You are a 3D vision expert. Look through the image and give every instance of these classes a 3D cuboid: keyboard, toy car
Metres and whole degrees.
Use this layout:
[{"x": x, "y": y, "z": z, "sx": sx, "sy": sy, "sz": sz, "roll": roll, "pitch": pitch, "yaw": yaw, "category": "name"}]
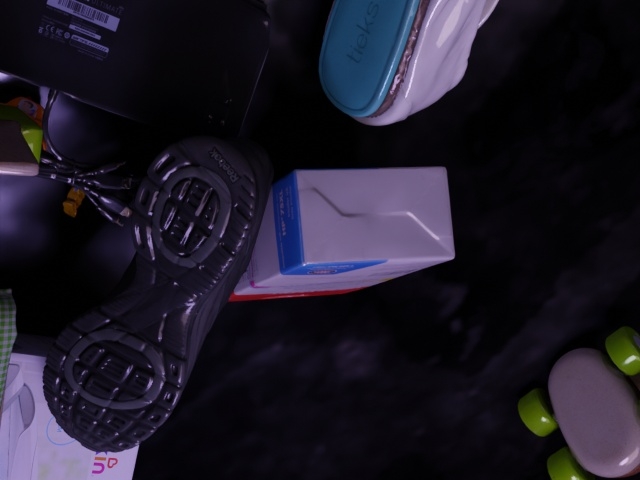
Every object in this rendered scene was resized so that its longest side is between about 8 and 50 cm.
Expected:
[{"x": -0.189, "y": -0.130, "z": 0.888, "sx": 0.317, "sy": 0.033, "sz": 0.201, "roll": 18, "pitch": 91, "yaw": -34, "category": "keyboard"}, {"x": 0.346, "y": 0.198, "z": 1.373, "sx": 0.155, "sy": 0.149, "sz": 0.188, "roll": -40, "pitch": 145, "yaw": 26, "category": "toy car"}, {"x": -0.223, "y": -0.072, "z": 0.963, "sx": 0.122, "sy": 0.060, "sz": 0.040, "roll": 75, "pitch": 35, "yaw": -59, "category": "toy car"}]

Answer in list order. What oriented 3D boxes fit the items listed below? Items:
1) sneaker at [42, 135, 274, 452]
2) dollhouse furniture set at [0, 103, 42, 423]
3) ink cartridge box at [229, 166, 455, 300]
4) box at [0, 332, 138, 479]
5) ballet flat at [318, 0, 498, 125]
[{"x": -0.111, "y": 0.044, "z": 0.945, "sx": 0.109, "sy": 0.130, "sz": 0.286, "roll": 36, "pitch": 110, "yaw": 7, "category": "sneaker"}, {"x": -0.287, "y": 0.068, "z": 0.798, "sx": 0.198, "sy": 0.151, "sz": 0.301, "roll": 2, "pitch": 111, "yaw": -25, "category": "dollhouse furniture set"}, {"x": 0.000, "y": 0.000, "z": 1.035, "sx": 0.134, "sy": 0.078, "sz": 0.231, "roll": -2, "pitch": 171, "yaw": -23, "category": "ink cartridge box"}, {"x": -0.287, "y": 0.208, "z": 1.020, "sx": 0.231, "sy": 0.127, "sz": 0.262, "roll": 12, "pitch": 90, "yaw": -31, "category": "box"}, {"x": 0.109, "y": -0.264, "z": 0.902, "sx": 0.139, "sy": 0.139, "sz": 0.400, "roll": 1, "pitch": 130, "yaw": -25, "category": "ballet flat"}]
